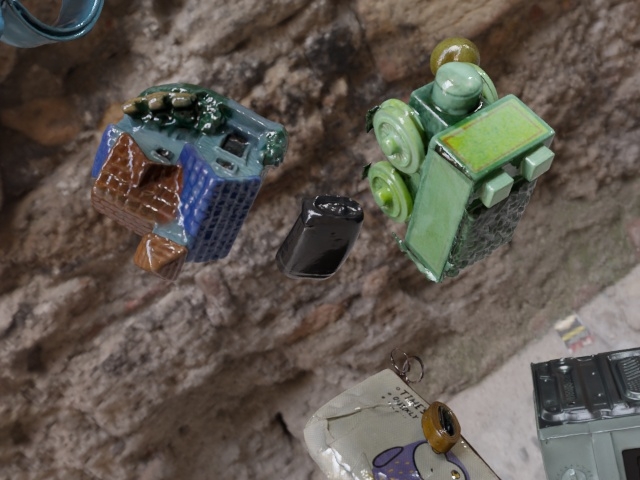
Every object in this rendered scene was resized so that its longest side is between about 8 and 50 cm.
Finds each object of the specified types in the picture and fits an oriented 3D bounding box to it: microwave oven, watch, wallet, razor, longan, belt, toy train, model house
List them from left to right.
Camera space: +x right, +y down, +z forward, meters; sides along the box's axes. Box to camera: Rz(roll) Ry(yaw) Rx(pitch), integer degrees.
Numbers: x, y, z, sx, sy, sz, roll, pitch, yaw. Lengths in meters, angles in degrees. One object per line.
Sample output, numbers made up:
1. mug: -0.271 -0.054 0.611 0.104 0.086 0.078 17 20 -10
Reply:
1. watch: -0.390 -0.336 1.042 0.211 0.193 0.210 0 90 37
2. model house: -0.254 -0.097 1.343 0.251 0.295 0.329 -58 6 30
3. razor: 0.000 0.000 1.038 0.090 0.148 0.054 4 56 -19
4. wallet: 0.131 0.340 1.270 0.275 0.068 0.335 -19 49 -32
5. belt: 0.195 0.297 1.261 0.036 0.059 0.083 -58 21 31
6. toy train: 0.161 -0.085 0.968 0.159 0.271 0.188 -30 63 -21
7. longan: 0.201 -0.268 1.185 0.075 0.075 0.083 -10 25 25
8. microwave oven: 0.290 0.161 0.657 0.208 0.122 0.162 -11 14 15
